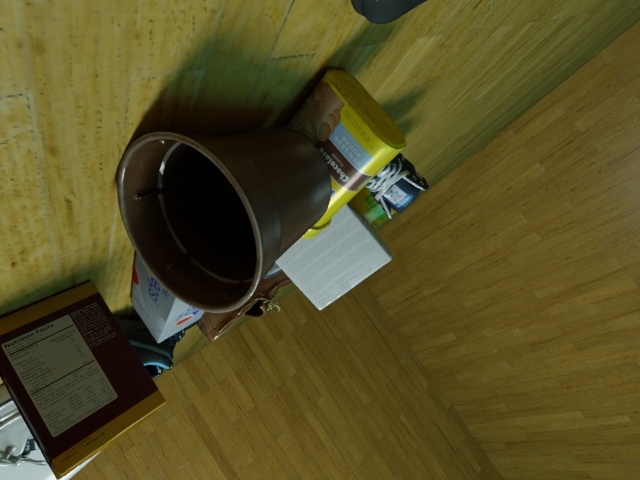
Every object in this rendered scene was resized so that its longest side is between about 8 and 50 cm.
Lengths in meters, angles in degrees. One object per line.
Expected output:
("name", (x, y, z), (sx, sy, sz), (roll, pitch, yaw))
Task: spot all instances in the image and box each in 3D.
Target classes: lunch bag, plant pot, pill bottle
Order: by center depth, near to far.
("plant pot", (-0.080, -0.040, 0.416), (0.167, 0.167, 0.165), (-41, 179, 37))
("pill bottle", (0.071, -0.078, 0.873), (0.245, 0.136, 0.136), (-36, 173, 10))
("lunch bag", (-0.149, 0.080, 1.238), (0.071, 0.053, 0.083), (-27, 178, -40))

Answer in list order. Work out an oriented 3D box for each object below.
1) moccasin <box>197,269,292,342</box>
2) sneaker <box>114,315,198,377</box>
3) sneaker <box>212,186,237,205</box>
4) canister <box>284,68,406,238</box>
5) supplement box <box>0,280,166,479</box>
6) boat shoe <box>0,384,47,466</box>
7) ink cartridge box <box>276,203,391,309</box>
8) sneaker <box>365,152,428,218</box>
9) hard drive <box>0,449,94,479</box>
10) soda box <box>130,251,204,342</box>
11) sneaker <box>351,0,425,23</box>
("moccasin", (-0.215, 0.196, 1.305), (0.380, 0.147, 0.139), (-27, 169, -49))
("sneaker", (-0.357, 0.219, 0.852), (0.125, 0.140, 0.341), (-39, 173, 16))
("sneaker", (-0.141, -0.047, 0.517), (0.098, 0.038, 0.069), (-30, 170, -34))
("canister", (0.003, -0.100, 0.492), (0.170, 0.126, 0.073), (-43, 174, 36))
("supplement box", (-0.339, 0.195, 0.560), (0.129, 0.194, 0.191), (-29, 170, -42))
("boat shoe", (-0.548, 0.347, 0.736), (0.367, 0.156, 0.136), (-29, 171, -40))
("ink cartridge box", (0.000, 0.000, 0.808), (0.189, 0.232, 0.066), (-37, -169, 15))
("sneaker", (0.081, -0.110, 0.656), (0.099, 0.153, 0.282), (-40, 171, 28))
("hard drive", (-0.592, 0.432, 0.826), (0.307, 0.203, 0.040), (-39, -151, -31))
("soda box", (-0.226, 0.068, 0.634), (0.091, 0.098, 0.286), (-31, 172, -35))
("sneaker", (0.173, -0.245, 0.265), (0.330, 0.146, 0.122), (-36, 174, 16))
